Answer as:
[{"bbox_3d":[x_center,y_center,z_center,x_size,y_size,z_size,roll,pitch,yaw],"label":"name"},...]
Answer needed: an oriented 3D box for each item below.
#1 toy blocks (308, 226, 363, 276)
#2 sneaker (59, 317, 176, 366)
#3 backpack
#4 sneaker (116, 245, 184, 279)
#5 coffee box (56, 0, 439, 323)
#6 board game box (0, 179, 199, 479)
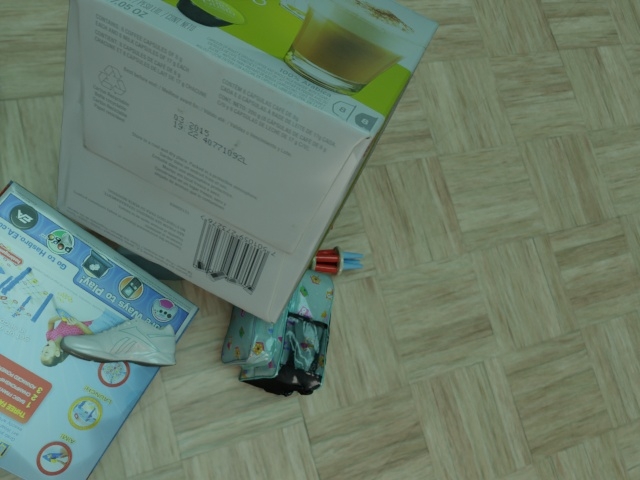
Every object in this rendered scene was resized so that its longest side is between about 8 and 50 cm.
[{"bbox_3d":[0.000,0.000,1.034,0.148,0.054,0.123,2,76,-20],"label":"toy blocks"},{"bbox_3d":[-0.264,0.133,0.802,0.152,0.054,0.061,13,71,-34],"label":"sneaker"},{"bbox_3d":[-0.060,0.125,0.920,0.145,0.166,0.188,26,65,-18],"label":"backpack"},{"bbox_3d":[-0.210,0.009,0.953,0.212,0.080,0.094,7,62,-26],"label":"sneaker"},{"bbox_3d":[-0.095,-0.167,0.805,0.338,0.338,0.334,28,44,1],"label":"coffee box"},{"bbox_3d":[-0.378,0.134,0.816,0.308,0.086,0.301,39,67,-18],"label":"board game box"}]
